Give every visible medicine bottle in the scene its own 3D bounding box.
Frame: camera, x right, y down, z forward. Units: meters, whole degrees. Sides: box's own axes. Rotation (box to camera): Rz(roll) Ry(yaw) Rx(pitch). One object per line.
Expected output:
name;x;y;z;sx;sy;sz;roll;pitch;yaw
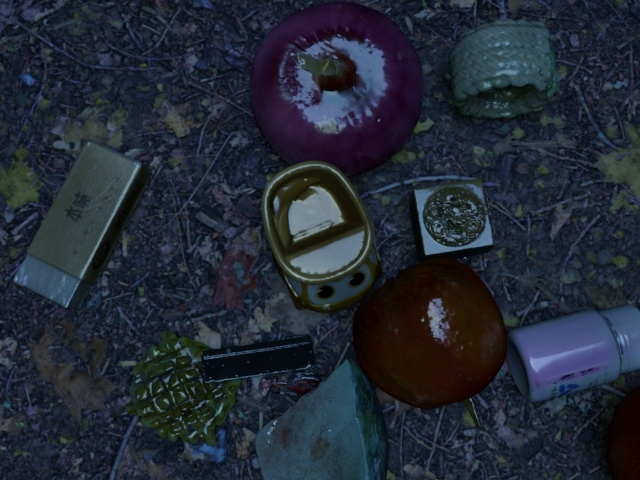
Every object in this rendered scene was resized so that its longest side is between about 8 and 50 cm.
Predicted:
medicine bottle;0.508;0.218;1.310;0.254;0.152;0.152;-14;80;-1

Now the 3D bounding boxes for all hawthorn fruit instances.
hawthorn fruit;0.219;0.206;1.258;0.287;0.287;0.330;-30;81;-3

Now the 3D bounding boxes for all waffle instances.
waffle;-0.285;0.307;1.364;0.223;0.054;0.204;23;82;4

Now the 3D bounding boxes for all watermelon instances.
watermelon;0.000;0.409;1.270;0.258;0.228;0.388;5;90;11

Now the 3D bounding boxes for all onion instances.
onion;0.042;-0.299;1.337;0.358;0.345;0.359;-6;107;-21

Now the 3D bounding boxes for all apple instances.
apple;0.660;0.382;1.224;0.260;0.217;0.261;-13;45;13

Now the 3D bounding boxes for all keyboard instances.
keyboard;-0.127;0.245;1.360;0.231;0.023;0.072;-7;65;-10

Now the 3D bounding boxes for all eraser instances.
eraser;-0.505;-0.035;1.415;0.144;0.078;0.344;24;82;6

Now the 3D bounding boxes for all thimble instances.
thimble;0.376;-0.352;1.372;0.218;0.219;0.150;-1;79;1

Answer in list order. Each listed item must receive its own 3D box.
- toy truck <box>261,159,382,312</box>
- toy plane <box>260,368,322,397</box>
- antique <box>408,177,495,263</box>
toy truck;0.000;0.000;1.324;0.204;0.211;0.288;-22;84;-3
toy plane;-0.052;0.298;1.369;0.145;0.037;0.060;2;91;-2
antique;0.269;-0.039;1.361;0.151;0.148;0.147;-10;79;3
